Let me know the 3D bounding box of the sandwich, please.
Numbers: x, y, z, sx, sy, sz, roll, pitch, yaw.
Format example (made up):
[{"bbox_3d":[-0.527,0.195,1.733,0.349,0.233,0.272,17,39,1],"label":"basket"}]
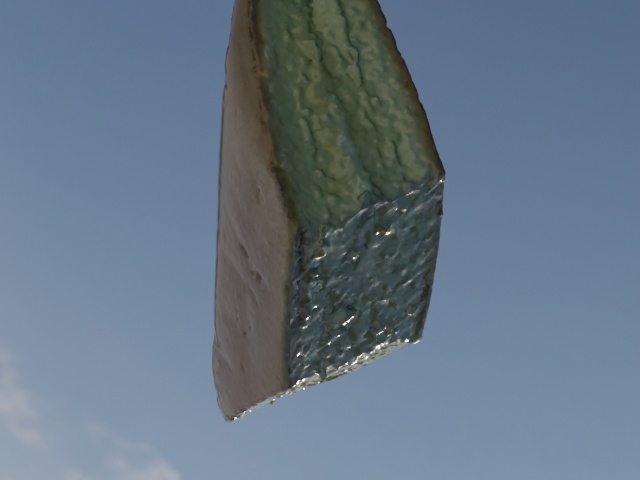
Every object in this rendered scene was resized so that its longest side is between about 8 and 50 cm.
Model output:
[{"bbox_3d":[0.000,0.000,0.698,0.096,0.094,0.258,44,-39,45],"label":"sandwich"}]
